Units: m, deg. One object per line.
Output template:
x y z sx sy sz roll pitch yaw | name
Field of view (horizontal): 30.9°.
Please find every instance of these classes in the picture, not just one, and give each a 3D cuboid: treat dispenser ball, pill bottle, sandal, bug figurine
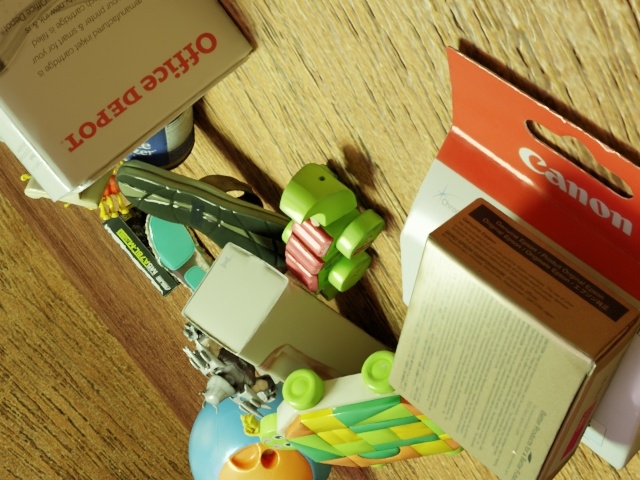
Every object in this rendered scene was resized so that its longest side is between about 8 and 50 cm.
-0.117 0.416 2.306 0.288 0.288 0.288 42 160 19 | treat dispenser ball
-0.242 -0.194 1.634 0.123 0.123 0.219 43 161 15 | pill bottle
-0.146 -0.057 1.681 0.303 0.086 0.120 26 145 -5 | sandal
-0.362 -0.116 1.928 0.279 0.216 0.072 23 126 53 | bug figurine

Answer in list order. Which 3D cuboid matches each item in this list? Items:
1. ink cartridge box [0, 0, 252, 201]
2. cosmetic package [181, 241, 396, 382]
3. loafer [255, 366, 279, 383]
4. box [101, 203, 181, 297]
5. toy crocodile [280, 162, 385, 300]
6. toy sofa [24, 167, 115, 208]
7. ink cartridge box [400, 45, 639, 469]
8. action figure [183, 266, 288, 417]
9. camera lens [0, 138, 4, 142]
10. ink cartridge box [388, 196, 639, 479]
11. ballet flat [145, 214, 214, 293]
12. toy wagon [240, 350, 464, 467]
-0.320 -0.283 1.374 0.395 0.285 0.166 52 162 -10 | ink cartridge box
-0.037 0.139 1.680 0.153 0.129 0.296 31 175 46 | cosmetic package
-0.109 0.204 2.121 0.125 0.039 0.045 49 129 2 | loafer
-0.332 0.013 2.253 0.184 0.045 0.190 48 -172 -5 | box
0.000 0.000 1.503 0.115 0.105 0.340 44 162 12 | toy crocodile
-0.390 -0.213 1.648 0.177 0.150 0.362 13 147 2 | toy sofa
0.212 0.032 1.118 0.308 0.091 0.385 39 160 26 | ink cartridge box
-0.118 0.162 1.818 0.099 0.285 0.185 -18 119 39 | action figure
-0.523 -0.283 1.934 0.274 0.219 0.219 23 149 52 | camera lens
0.176 0.106 1.105 0.193 0.088 0.234 38 143 24 | ink cartridge box
-0.252 0.039 2.184 0.241 0.091 0.077 56 174 -13 | ballet flat
0.048 0.256 1.633 0.344 0.068 0.267 -15 145 22 | toy wagon
